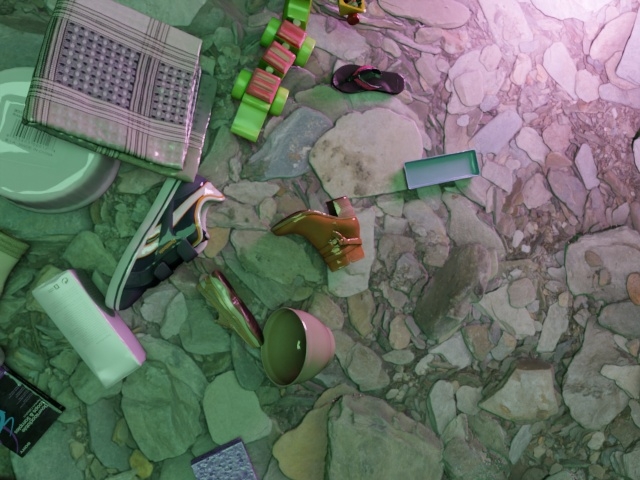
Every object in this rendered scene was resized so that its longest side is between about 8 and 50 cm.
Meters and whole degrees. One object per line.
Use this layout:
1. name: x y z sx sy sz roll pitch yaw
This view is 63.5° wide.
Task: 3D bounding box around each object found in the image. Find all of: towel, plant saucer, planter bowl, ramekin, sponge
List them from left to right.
1. ramekin: -0.536 -0.192 0.992 0.278 0.135 0.277 0 90 -13
2. towel: -0.354 -0.297 0.985 0.324 0.056 0.312 18 65 -33
3. sponge: -0.189 0.548 1.117 0.117 0.031 0.210 -21 94 -12
4. planter bowl: -0.038 0.226 1.103 0.109 0.162 0.161 9 87 -39
5. plant saucer: 0.291 -0.171 1.242 0.192 0.018 0.067 -12 92 -14

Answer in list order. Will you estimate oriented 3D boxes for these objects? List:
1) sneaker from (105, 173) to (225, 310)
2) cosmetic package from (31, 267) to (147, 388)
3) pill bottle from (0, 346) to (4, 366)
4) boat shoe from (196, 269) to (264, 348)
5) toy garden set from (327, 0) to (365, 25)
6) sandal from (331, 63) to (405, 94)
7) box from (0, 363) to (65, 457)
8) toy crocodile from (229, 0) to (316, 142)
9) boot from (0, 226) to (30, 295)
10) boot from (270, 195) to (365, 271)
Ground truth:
1. sneaker: -0.308 0.012 1.047 0.128 0.126 0.321 28 82 -6
2. cosmetic package: -0.448 0.168 1.019 0.086 0.117 0.231 -34 95 -10
3. pill bottle: -0.736 0.284 0.928 0.161 0.161 0.283 41 82 -10
4. boat shoe: -0.196 0.159 1.109 0.072 0.068 0.190 -34 87 1
5. toy garden set: -0.001 -0.581 1.086 0.244 0.049 0.203 8 68 -36
6. sandal: 0.114 -0.373 1.191 0.179 0.040 0.067 0 90 -13
7. box: -0.612 0.335 1.023 0.162 0.029 0.116 41 81 -11
8. toy crocodile: -0.099 -0.374 1.109 0.115 0.105 0.340 27 84 -11
9. boot: -0.693 0.025 0.984 0.213 0.077 0.165 29 84 -16
10. boot: 0.000 0.000 1.147 0.197 0.073 0.152 -19 98 -10
